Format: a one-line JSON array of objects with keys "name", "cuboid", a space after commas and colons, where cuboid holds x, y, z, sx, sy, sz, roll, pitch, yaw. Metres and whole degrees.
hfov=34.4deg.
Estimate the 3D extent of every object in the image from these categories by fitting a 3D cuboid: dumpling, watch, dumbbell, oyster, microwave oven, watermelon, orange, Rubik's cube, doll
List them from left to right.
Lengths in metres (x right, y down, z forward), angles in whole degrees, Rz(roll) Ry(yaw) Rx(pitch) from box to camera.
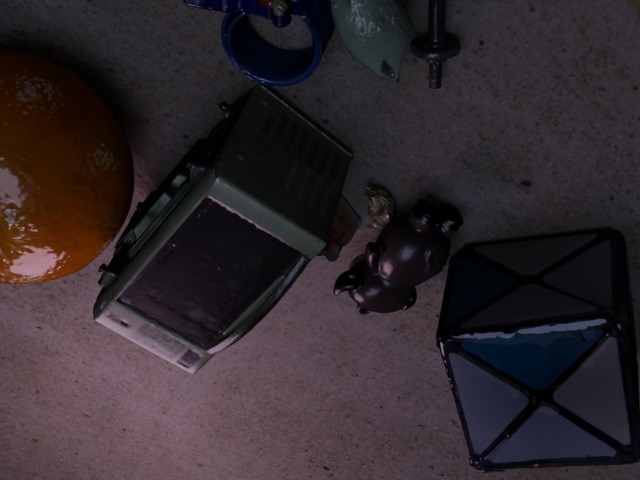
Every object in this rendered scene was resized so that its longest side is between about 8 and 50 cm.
[{"name": "orange", "cuboid": [-0.537, -0.116, 1.794, 0.423, 0.326, 0.424, 7, 123, 11]}, {"name": "microwave oven", "cuboid": [-0.176, -0.019, 1.760, 0.247, 0.333, 0.394, 36, 124, -15]}, {"name": "watch", "cuboid": [-0.080, -0.346, 1.629, 0.196, 0.171, 0.200, 14, 138, 20]}, {"name": "watermelon", "cuboid": [0.014, -0.020, 1.840, 0.098, 0.158, 0.121, 37, 98, -11]}, {"name": "dumpling", "cuboid": [0.087, -0.344, 1.571, 0.108, 0.153, 0.219, -2, 136, 29]}, {"name": "oyster", "cuboid": [0.103, -0.062, 1.850, 0.080, 0.038, 0.083, 39, 150, -2]}, {"name": "doll", "cuboid": [0.138, 0.037, 1.836, 0.182, 0.117, 0.257, 15, 132, -32]}, {"name": "dumbbell", "cuboid": [0.178, -0.351, 1.592, 0.081, 0.082, 0.254, 5, 125, 12]}, {"name": "Rubik's cube", "cuboid": [0.377, 0.187, 1.767, 0.310, 0.305, 0.307, -7, 121, 19]}]

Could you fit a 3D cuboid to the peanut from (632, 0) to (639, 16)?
[{"name": "peanut", "cuboid": [0.527, -0.354, 1.456, 0.340, 0.158, 0.174, 51, 151, -15]}]
